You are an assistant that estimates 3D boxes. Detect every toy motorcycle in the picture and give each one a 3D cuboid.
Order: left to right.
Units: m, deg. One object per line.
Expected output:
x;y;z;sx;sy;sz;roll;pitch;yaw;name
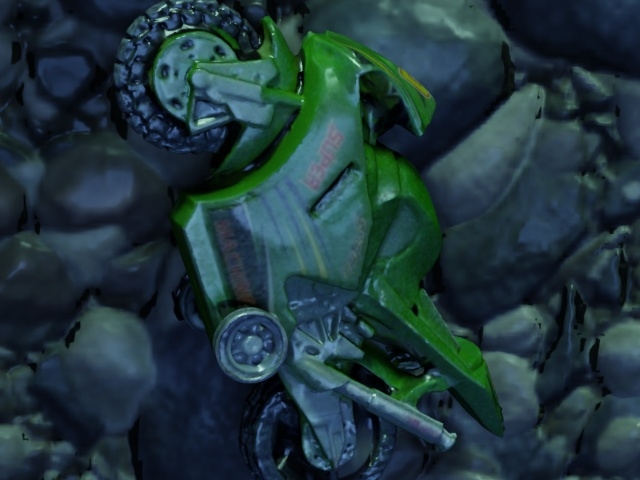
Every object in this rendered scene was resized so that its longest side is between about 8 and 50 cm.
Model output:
0.000;0.000;0.464;0.106;0.074;0.190;-21;106;-12;toy motorcycle
